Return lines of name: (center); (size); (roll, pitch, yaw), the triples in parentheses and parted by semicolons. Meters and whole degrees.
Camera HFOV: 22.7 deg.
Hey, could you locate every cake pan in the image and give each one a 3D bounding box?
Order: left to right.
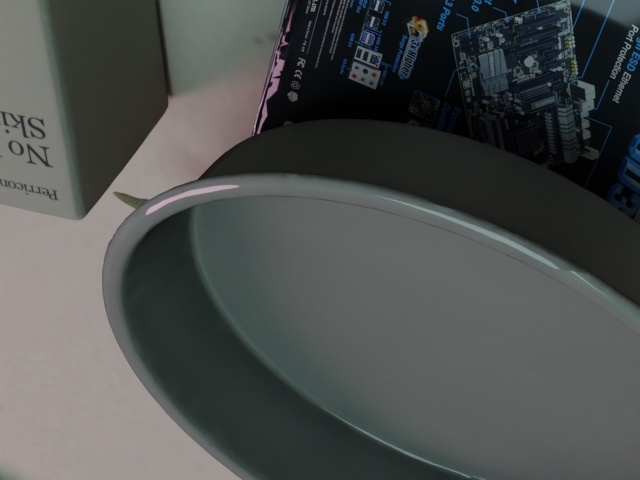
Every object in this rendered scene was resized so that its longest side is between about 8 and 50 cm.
cake pan: (0.050, 0.056, 0.674); (0.293, 0.054, 0.293); (19, 147, 13)

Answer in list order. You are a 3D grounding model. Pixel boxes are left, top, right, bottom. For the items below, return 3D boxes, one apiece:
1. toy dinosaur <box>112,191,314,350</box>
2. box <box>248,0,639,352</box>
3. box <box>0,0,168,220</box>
toy dinosaur: (0.000, 0.000, 0.765); (0.183, 0.053, 0.092); (0, 115, 18)
box: (0.074, -0.078, 0.624); (0.175, 0.051, 0.220); (23, 130, 7)
box: (-0.141, -0.146, 0.655); (0.113, 0.094, 0.275); (12, 134, 17)
